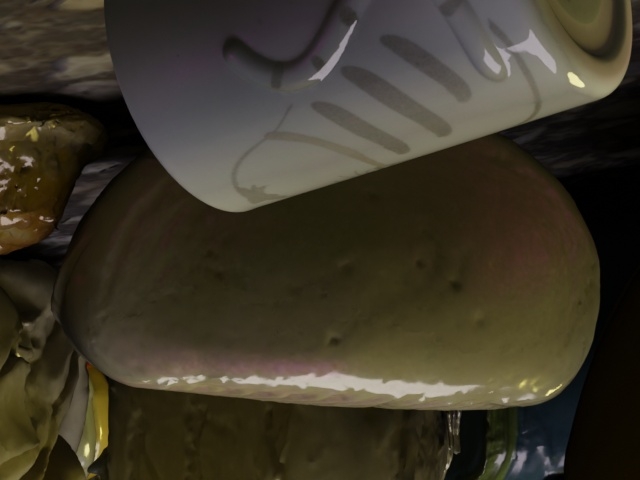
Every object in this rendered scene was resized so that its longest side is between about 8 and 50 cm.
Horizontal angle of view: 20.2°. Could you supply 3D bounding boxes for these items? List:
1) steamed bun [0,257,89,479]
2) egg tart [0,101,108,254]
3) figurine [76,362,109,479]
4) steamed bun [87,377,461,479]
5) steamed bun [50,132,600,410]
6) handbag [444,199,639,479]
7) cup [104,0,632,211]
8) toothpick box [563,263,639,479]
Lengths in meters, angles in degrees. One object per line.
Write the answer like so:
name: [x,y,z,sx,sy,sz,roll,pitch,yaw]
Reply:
steamed bun: [-0.262,0.126,1.053,0.276,0.203,0.289,-9,171,-17]
egg tart: [-0.154,-0.022,0.781,0.129,0.049,0.129,-11,169,-2]
figurine: [-0.159,0.128,1.408,0.236,0.133,0.176,-9,162,-25]
steamed bun: [-0.017,0.102,1.125,0.166,0.232,0.273,5,164,-39]
steamed bun: [0.000,0.000,0.829,0.239,0.152,0.170,6,174,-11]
handbag: [0.177,0.086,1.284,0.241,0.222,0.263,-3,171,-15]
cup: [0.005,-0.072,0.523,0.133,0.099,0.136,-16,170,29]
toothpick box: [0.332,0.150,0.996,0.409,0.425,0.409,9,165,3]
